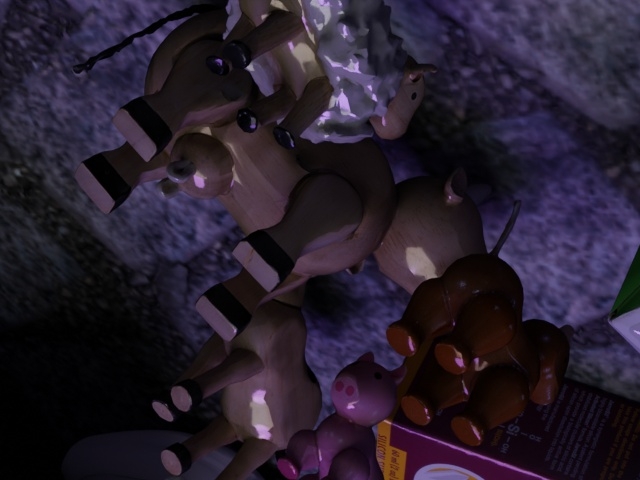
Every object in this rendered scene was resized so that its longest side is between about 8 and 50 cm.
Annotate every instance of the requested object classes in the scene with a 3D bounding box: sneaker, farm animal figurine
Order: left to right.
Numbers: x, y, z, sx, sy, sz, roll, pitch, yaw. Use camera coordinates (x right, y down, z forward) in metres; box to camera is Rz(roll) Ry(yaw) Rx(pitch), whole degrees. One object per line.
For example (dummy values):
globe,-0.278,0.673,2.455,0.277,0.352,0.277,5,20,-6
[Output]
sneaker,-0.069,0.247,1.302,0.305,0.152,0.114,28,143,6
farm animal figurine,0.000,0.000,1.005,0.330,0.172,0.327,-19,108,52

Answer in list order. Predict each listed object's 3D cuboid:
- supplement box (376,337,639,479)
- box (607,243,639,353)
supplement box,0.134,0.146,1.123,0.188,0.081,0.104,18,139,15
box,0.273,0.003,0.745,0.231,0.262,0.127,43,139,-13
